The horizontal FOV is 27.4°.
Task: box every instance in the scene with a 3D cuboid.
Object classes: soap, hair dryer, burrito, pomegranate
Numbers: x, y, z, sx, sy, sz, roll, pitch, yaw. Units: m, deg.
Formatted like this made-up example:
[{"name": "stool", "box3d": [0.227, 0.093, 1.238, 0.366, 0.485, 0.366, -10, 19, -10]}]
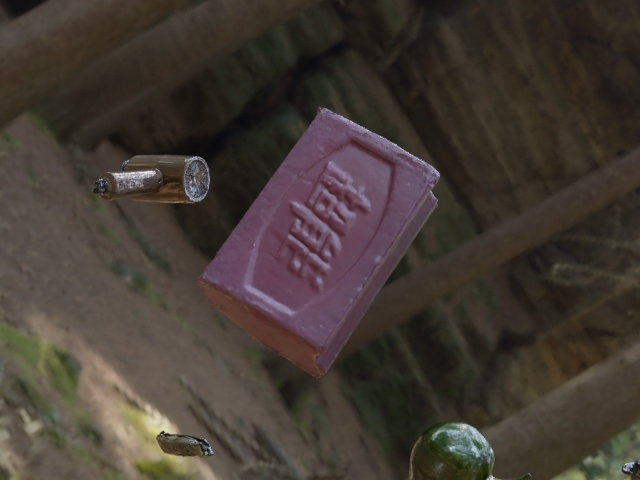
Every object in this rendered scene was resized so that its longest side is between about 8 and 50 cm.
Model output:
[{"name": "soap", "box3d": [0.000, 0.000, 2.036, 0.233, 0.359, 0.128, 29, -21, 13]}, {"name": "hair dryer", "box3d": [-0.238, -0.076, 1.689, 0.181, 0.117, 0.064, -11, 102, -60]}, {"name": "burrito", "box3d": [-0.267, 0.403, 2.575, 0.171, 0.042, 0.051, -8, -49, 51]}, {"name": "pomegranate", "box3d": [0.231, 0.368, 2.032, 0.131, 0.191, 0.152, -31, 129, -55]}]

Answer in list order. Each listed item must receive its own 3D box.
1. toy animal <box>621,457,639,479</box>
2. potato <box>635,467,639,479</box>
[{"name": "toy animal", "box3d": [0.533, 0.377, 1.997, 0.217, 0.073, 0.176, 30, 25, -25]}, {"name": "potato", "box3d": [0.361, 0.180, 1.080, 0.173, 0.210, 0.307, -119, -153, -50]}]
